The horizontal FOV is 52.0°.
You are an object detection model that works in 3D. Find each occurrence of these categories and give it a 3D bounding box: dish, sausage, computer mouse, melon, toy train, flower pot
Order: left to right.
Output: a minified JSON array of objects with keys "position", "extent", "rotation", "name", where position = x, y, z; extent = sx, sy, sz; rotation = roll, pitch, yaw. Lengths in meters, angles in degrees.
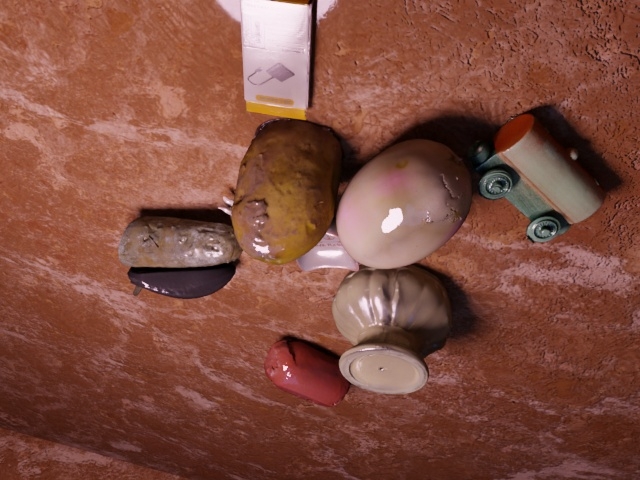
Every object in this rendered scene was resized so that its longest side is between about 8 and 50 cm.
[{"position":[-0.349,0.104,1.663],"extent":[0.269,0.137,0.086],"rotation":[-1,99,-13],"name":"computer mouse"},{"position":[-0.036,0.389,1.927],"extent":[0.279,0.152,0.152],"rotation":[30,137,-22],"name":"sausage"},{"position":[0.000,0.000,1.502],"extent":[0.151,0.077,0.212],"rotation":[-1,156,17],"name":"dish"},{"position":[0.169,0.227,1.615],"extent":[0.307,0.244,0.307],"rotation":[9,140,7],"name":"flower pot"},{"position":[0.162,-0.068,1.299],"extent":[0.223,0.223,0.317],"rotation":[32,136,-20],"name":"melon"},{"position":[0.418,-0.120,1.265],"extent":[0.285,0.116,0.177],"rotation":[37,122,-24],"name":"toy train"}]

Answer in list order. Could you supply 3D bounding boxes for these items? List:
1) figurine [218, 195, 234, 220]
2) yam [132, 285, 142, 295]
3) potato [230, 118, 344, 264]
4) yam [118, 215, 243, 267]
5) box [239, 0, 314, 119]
[{"position":[-0.172,-0.041,1.529],"extent":[0.146,0.081,0.098],"rotation":[21,139,-8],"name":"figurine"},{"position":[-0.477,0.098,1.817],"extent":[0.027,0.029,0.234],"rotation":[47,137,3],"name":"yam"},{"position":[-0.075,-0.077,1.330],"extent":[0.229,0.266,0.229],"rotation":[8,142,6],"name":"potato"},{"position":[-0.333,0.007,1.568],"extent":[0.330,0.133,0.133],"rotation":[2,139,25],"name":"yam"},{"position":[-0.080,-0.337,1.209],"extent":[0.129,0.033,0.247],"rotation":[10,139,4],"name":"box"}]
